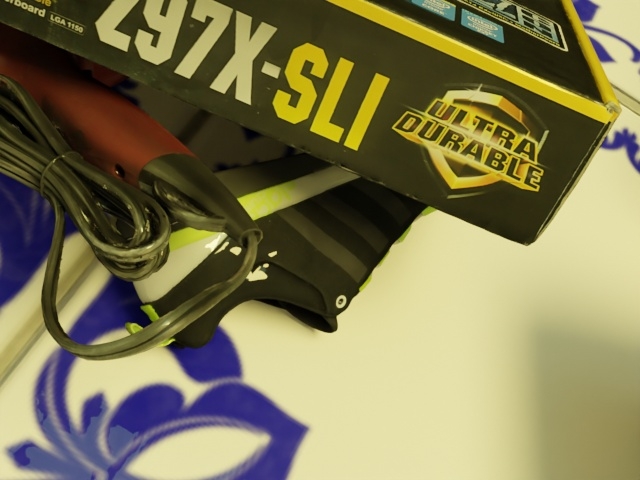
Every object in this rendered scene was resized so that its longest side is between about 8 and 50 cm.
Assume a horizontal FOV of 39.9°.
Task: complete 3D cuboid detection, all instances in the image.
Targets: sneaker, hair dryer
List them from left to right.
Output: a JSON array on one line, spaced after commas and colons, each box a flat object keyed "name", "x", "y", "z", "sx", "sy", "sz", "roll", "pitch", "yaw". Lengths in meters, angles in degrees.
[{"name": "hair dryer", "x": -0.125, "y": -0.058, "z": 0.425, "sx": 0.223, "sy": 0.080, "sz": 0.293, "roll": 17, "pitch": 40, "yaw": -2}, {"name": "sneaker", "x": 0.000, "y": 0.000, "z": 0.484, "sx": 0.235, "sy": 0.084, "sz": 0.097, "roll": -16, "pitch": 94, "yaw": -26}]

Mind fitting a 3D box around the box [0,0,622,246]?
[{"name": "box", "x": -0.022, "y": -0.143, "z": 0.462, "sx": 0.322, "sy": 0.079, "sz": 0.257, "roll": 23, "pitch": 31, "yaw": -3}]
